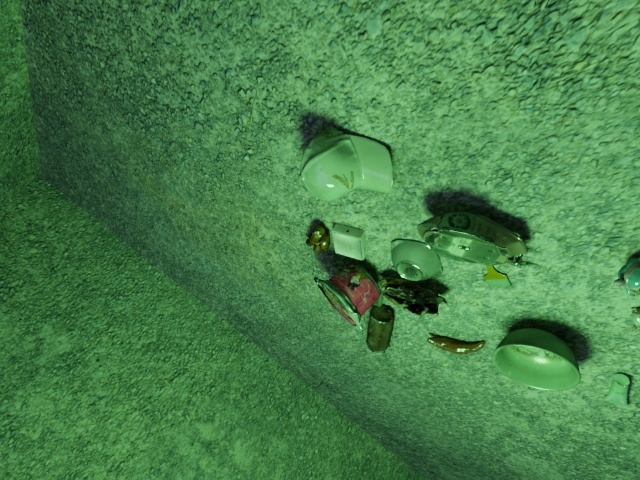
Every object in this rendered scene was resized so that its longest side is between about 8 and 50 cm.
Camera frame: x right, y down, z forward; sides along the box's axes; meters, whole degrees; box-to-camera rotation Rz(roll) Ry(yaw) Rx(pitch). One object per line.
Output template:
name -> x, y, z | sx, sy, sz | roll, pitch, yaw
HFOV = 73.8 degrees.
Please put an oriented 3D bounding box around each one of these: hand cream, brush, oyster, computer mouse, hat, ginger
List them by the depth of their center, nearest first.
computer mouse -> 0.503, -0.009, 1.352 | 0.389, 0.114, 0.199 | 16, 159, 7
hat -> 0.090, -0.208, 1.400 | 0.301, 0.168, 0.257 | 18, 143, 22
brush -> 0.589, 0.090, 1.483 | 0.083, 0.011, 0.205 | -8, 126, 46
hand cream -> 1.112, 0.565, 1.589 | 0.078, 0.050, 0.205 | 7, 141, 34
oyster -> 0.365, 0.214, 1.686 | 0.271, 0.275, 0.100 | 14, 98, 6
ginger -> 0.000, 0.000, 1.807 | 0.103, 0.073, 0.162 | 48, 152, 5

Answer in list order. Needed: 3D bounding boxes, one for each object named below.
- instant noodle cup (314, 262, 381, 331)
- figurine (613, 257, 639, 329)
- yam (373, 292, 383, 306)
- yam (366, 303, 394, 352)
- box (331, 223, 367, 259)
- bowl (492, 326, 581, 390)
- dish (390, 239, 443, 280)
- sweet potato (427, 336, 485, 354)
instant noodle cup -> 0.137, 0.215, 1.810 | 0.302, 0.181, 0.258 | 49, 166, 8
figurine -> 0.935, 0.156, 1.186 | 0.260, 0.103, 0.205 | 32, 120, -3
yam -> 0.205, 0.248, 1.937 | 0.169, 0.068, 0.068 | 16, 141, 31
yam -> 0.286, 0.421, 2.029 | 0.131, 0.131, 0.279 | 21, 140, 19
box -> 0.118, 0.007, 1.734 | 0.129, 0.051, 0.130 | 16, 140, 25
bowl -> 0.802, 0.417, 1.579 | 0.289, 0.146, 0.289 | 20, 143, 16
dish -> 0.347, 0.101, 1.634 | 0.224, 0.078, 0.246 | 33, 145, 0
sweet potato -> 0.600, 0.463, 1.877 | 0.255, 0.058, 0.078 | -2, 111, 35
